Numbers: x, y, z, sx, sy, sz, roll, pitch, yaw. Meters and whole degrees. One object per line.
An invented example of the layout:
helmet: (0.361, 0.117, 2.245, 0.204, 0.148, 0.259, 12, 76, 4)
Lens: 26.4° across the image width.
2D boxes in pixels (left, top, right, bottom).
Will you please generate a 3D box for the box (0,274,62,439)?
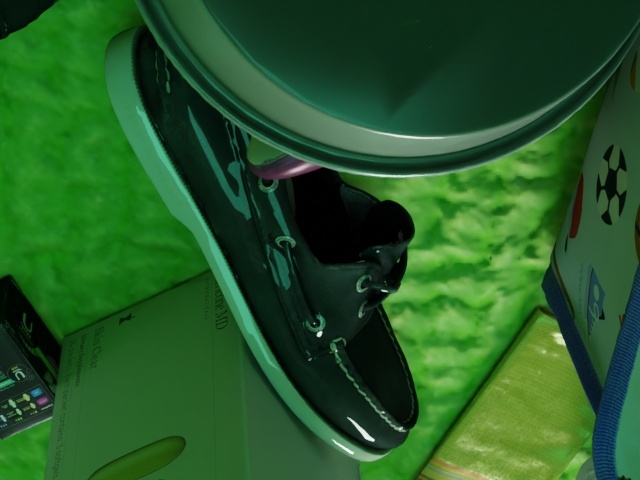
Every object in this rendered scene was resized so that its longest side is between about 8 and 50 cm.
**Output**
box: (-0.212, 0.079, 0.918, 0.052, 0.062, 0.083, -24, 121, 8)

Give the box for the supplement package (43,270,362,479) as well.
supplement package: (-0.065, 0.180, 0.878, 0.145, 0.262, 0.204, -24, 121, 9)

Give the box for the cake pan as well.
cake pan: (0.045, -0.176, 0.654, 0.293, 0.054, 0.293, -1, 94, -12)

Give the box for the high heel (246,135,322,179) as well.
high heel: (0.070, -0.079, 0.791, 0.244, 0.082, 0.117, -40, 128, -22)

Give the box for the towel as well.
towel: (0.143, 0.159, 1.031, 0.102, 0.021, 0.237, 22, 117, -19)

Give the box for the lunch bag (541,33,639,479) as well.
lunch bag: (0.276, -0.001, 0.731, 0.238, 0.385, 0.328, 5, 122, -9)

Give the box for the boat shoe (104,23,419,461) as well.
boat shoe: (0.000, -0.003, 0.854, 0.113, 0.127, 0.340, -21, 113, 20)

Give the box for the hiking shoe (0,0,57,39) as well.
hiking shoe: (-0.228, -0.243, 0.711, 0.132, 0.113, 0.304, -37, 116, -19)

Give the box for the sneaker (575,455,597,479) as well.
sneaker: (0.300, 0.282, 1.017, 0.282, 0.102, 0.161, 34, 139, 25)
